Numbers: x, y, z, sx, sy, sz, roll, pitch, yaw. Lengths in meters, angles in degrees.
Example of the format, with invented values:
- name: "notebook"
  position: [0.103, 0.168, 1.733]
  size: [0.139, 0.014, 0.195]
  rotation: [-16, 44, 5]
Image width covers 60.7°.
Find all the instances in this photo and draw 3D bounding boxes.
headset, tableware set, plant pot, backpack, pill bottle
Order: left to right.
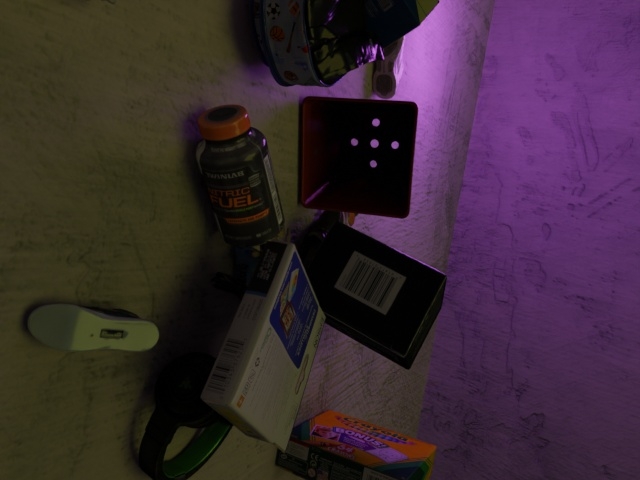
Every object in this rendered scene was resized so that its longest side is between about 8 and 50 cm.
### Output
- name: "headset"
  position: [-0.224, 0.267, 1.052]
  size: [0.394, 0.185, 0.243]
  rotation: [-62, 157, 0]
- name: "pill bottle"
  position: [-0.150, -0.119, 0.999]
  size: [0.130, 0.130, 0.246]
  rotation: [-53, 143, -42]
- name: "tableware set"
  position: [-0.107, -0.008, 1.163]
  size: [0.194, 0.039, 0.128]
  rotation: [-93, 159, -53]
- name: "backpack"
  position: [-0.018, -0.426, 1.051]
  size: [0.263, 0.213, 0.277]
  rotation: [-63, 145, -45]
- name: "tableware set"
  position: [0.073, -0.084, 1.568]
  size: [0.154, 0.024, 0.104]
  rotation: [-51, 137, -53]
- name: "plant pot"
  position: [0.114, -0.227, 1.367]
  size: [0.236, 0.267, 0.268]
  rotation: [-49, 144, -65]

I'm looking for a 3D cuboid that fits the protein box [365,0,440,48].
- name: "protein box"
  position: [0.108, -0.524, 1.190]
  size: [0.200, 0.201, 0.136]
  rotation: [51, 49, -18]

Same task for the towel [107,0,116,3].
- name: "towel"
  position: [-0.327, -0.466, 0.548]
  size: [0.374, 0.090, 0.321]
  rotation: [6, 94, -64]

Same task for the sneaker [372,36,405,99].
- name: "sneaker"
  position: [0.204, -0.542, 1.604]
  size: [0.115, 0.090, 0.232]
  rotation: [-52, 153, -54]

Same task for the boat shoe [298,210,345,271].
- name: "boat shoe"
  position: [-0.001, 0.000, 1.402]
  size: [0.224, 0.080, 0.073]
  rotation: [-64, 156, -18]

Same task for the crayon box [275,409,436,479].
- name: "crayon box"
  position: [0.110, 0.609, 1.549]
  size: [0.313, 0.362, 0.106]
  rotation: [6, 94, -64]

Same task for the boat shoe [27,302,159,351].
- name: "boat shoe"
  position: [-0.338, 0.128, 0.806]
  size: [0.183, 0.083, 0.065]
  rotation: [18, 83, -37]

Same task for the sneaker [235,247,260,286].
- name: "sneaker"
  position: [-0.152, 0.080, 1.153]
  size: [0.073, 0.063, 0.162]
  rotation: [-45, 138, -41]

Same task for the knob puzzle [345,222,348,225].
- name: "knob puzzle"
  position: [0.034, 0.042, 1.545]
  size: [0.213, 0.029, 0.213]
  rotation: [-35, 131, -54]

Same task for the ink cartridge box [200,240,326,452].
- name: "ink cartridge box"
  position: [-0.086, 0.207, 1.029]
  size: [0.307, 0.072, 0.304]
  rotation: [73, 30, -55]

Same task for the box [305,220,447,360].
- name: "box"
  position: [0.139, 0.155, 1.394]
  size: [0.212, 0.293, 0.395]
  rotation: [-60, 162, -9]
